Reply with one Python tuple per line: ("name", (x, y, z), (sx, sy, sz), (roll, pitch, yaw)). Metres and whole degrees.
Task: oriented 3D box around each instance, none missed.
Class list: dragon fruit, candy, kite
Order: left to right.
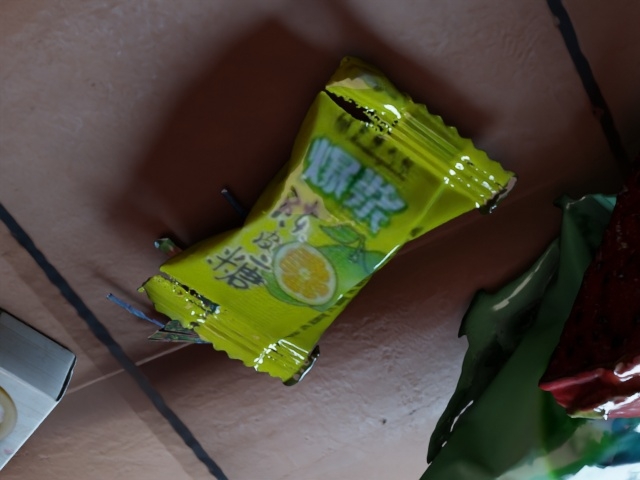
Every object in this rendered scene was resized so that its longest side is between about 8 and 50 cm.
("kite", (-0.090, 0.045, 0.844), (0.183, 0.010, 0.160), (-41, 116, 19))
("candy", (0.000, 0.000, 0.774), (0.187, 0.081, 0.297), (34, 113, -21))
("candy", (0.217, 0.185, 0.796), (0.263, 0.172, 0.397), (30, 88, -17))
("dragon fruit", (0.327, 0.019, 0.653), (0.205, 0.152, 0.316), (31, 76, -21))

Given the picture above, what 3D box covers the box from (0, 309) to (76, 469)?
("box", (-0.352, 0.121, 0.854), (0.199, 0.081, 0.135), (34, 115, -19))
